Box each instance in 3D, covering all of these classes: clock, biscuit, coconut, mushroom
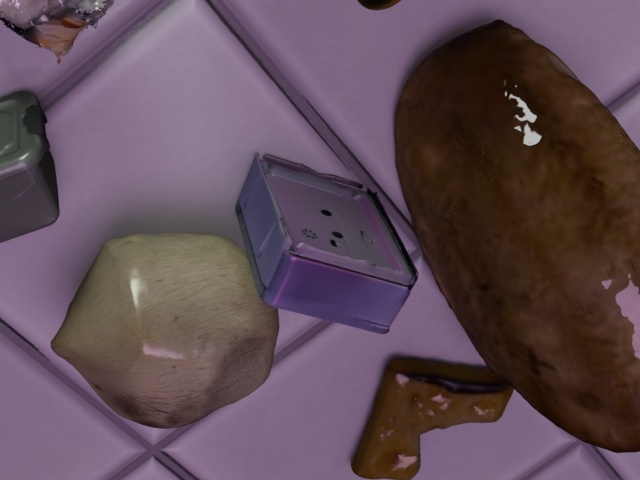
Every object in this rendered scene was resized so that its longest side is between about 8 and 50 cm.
[{"bbox_3d":[-0.001,-0.001,1.011,0.145,0.193,0.073,16,115,-21],"label":"clock"},{"bbox_3d":[0.135,0.228,1.266,0.174,0.039,0.183,11,116,-22],"label":"biscuit"},{"bbox_3d":[-0.156,0.089,1.023,0.224,0.224,0.224,-6,120,-11],"label":"coconut"},{"bbox_3d":[0.226,-0.007,1.018,0.224,0.313,0.397,-30,116,0],"label":"mushroom"}]

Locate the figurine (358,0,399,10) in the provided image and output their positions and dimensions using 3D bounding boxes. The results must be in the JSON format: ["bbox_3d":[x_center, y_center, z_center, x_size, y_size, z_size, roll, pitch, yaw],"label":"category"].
[{"bbox_3d":[0.017,-0.306,0.865,0.257,0.167,0.192,17,129,2],"label":"figurine"}]

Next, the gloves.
[{"bbox_3d":[-0.257,-0.233,0.884,0.153,0.070,0.114,38,138,-25],"label":"gloves"}]

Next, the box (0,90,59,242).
[{"bbox_3d":[-0.324,-0.052,0.951,0.172,0.124,0.092,-19,132,-1],"label":"box"}]
